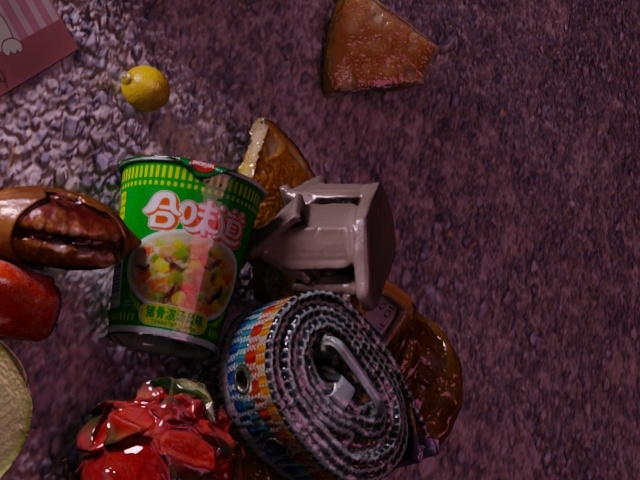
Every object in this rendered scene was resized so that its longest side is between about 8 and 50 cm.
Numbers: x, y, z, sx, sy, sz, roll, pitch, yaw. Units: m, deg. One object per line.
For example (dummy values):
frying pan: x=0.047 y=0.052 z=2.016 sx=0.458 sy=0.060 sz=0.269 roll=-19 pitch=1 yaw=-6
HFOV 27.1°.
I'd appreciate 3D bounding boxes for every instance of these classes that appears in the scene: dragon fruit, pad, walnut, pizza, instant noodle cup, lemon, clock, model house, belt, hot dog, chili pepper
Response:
dragon fruit: x=-0.208 y=0.316 z=1.654 sx=0.234 sy=0.234 sz=0.293 roll=19 pitch=97 yaw=-43
pad: x=-0.450 y=-0.270 z=1.678 sx=0.300 sy=0.005 sz=0.202 roll=-43 pitch=110 yaw=-44
walnut: x=-0.322 y=-0.011 z=1.641 sx=0.207 sy=0.116 sz=0.115 roll=10 pitch=70 yaw=-20
pizza: x=-0.060 y=-0.009 z=1.962 sx=0.223 sy=0.089 sz=0.323 roll=-43 pitch=111 yaw=-46
instant noodle cup: x=-0.190 y=0.027 z=1.748 sx=0.207 sy=0.207 sz=0.232 roll=23 pitch=71 yaw=-41
lemon: x=-0.243 y=-0.211 z=1.841 sx=0.083 sy=0.062 sz=0.062 roll=26 pitch=61 yaw=-48
clock: x=0.032 y=0.135 z=1.936 sx=0.202 sy=0.096 sz=0.143 roll=-57 pitch=145 yaw=-1
pizza: x=0.081 y=-0.295 z=2.212 sx=0.188 sy=0.080 sz=0.204 roll=29 pitch=66 yaw=-12
model house: x=0.005 y=-0.006 z=1.835 sx=0.229 sy=0.188 sz=0.122 roll=-69 pitch=164 yaw=-60
belt: x=0.007 y=0.207 z=1.736 sx=0.207 sy=0.160 sz=0.295 roll=-37 pitch=100 yaw=-41
hot dog: x=0.148 y=0.216 z=2.103 sx=0.175 sy=0.114 sz=0.259 roll=28 pitch=60 yaw=-40
chili pepper: x=-0.399 y=0.065 z=1.580 sx=0.192 sy=0.084 sz=0.086 roll=20 pitch=61 yaw=-47

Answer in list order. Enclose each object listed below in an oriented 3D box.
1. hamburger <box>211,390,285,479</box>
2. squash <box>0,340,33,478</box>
hamburger: x=-0.085 y=0.295 z=1.824 sx=0.131 sy=0.124 sz=0.262 roll=-18 pitch=91 yaw=-47
squash: x=-0.442 y=0.203 z=1.474 sx=0.220 sy=0.133 sz=0.220 roll=8 pitch=77 yaw=-41
